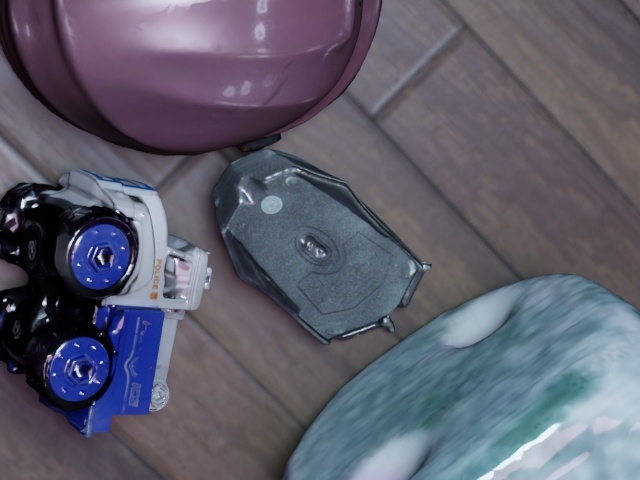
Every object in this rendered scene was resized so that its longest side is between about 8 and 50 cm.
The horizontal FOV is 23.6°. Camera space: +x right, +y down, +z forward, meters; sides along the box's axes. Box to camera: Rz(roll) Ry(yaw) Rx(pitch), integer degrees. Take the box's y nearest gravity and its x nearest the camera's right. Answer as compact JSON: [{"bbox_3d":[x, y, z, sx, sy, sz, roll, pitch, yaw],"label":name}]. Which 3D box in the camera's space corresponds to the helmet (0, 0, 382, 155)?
[{"bbox_3d":[-0.092,-0.198,1.235,0.338,0.197,0.271,-5,99,-11],"label":"helmet"}]

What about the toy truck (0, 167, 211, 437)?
[{"bbox_3d":[-0.180,0.050,1.294,0.177,0.161,0.213,6,99,-33],"label":"toy truck"}]

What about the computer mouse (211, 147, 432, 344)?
[{"bbox_3d":[-0.002,0.000,1.354,0.126,0.071,0.231,-42,120,13],"label":"computer mouse"}]

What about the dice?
[{"bbox_3d":[0.181,0.252,1.306,0.348,0.330,0.328,-35,105,-3],"label":"dice"}]
